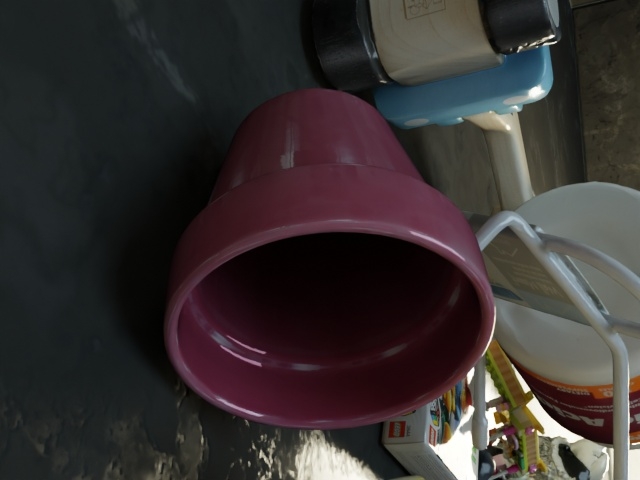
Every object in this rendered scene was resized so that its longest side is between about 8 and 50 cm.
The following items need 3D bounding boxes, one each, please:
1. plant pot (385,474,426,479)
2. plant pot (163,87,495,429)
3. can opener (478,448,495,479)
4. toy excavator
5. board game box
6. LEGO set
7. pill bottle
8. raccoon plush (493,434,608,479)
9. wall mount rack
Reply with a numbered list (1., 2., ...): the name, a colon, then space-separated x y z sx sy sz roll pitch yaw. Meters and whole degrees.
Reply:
1. plant pot: 0.017 0.269 0.445 0.254 0.254 0.239 27 44 -61
2. plant pot: 0.000 0.000 0.546 0.180 0.201 0.201 -96 162 -46
3. can opener: 0.174 0.329 0.989 0.059 0.073 0.186 118 -15 -59
4. toy excavator: 0.181 -0.198 0.915 0.445 0.222 0.433 8 73 -64
5. board game box: 0.144 0.136 0.962 0.193 0.053 0.305 53 37 -46
6. LEGO set: 0.226 0.235 1.107 0.132 0.107 0.287 -142 -147 -75
7. pill bottle: 0.343 0.117 0.966 0.392 0.224 0.224 46 43 -53
8. raccoon plush: 0.323 0.500 1.194 0.446 0.299 0.216 -47 151 -20
9. wall mount rack: 0.160 0.091 0.726 0.130 0.350 0.304 -47 113 -11
